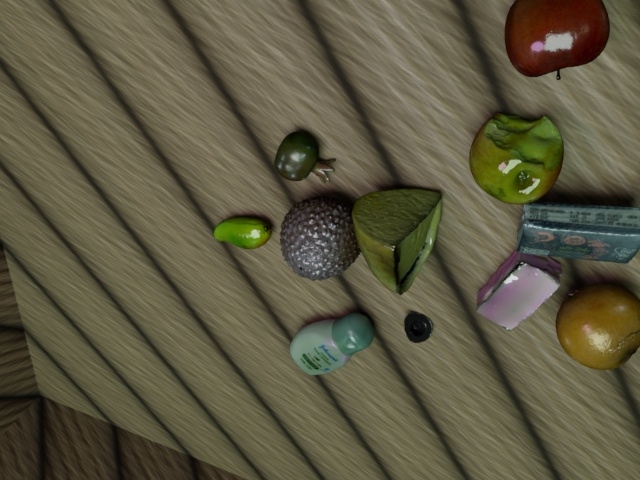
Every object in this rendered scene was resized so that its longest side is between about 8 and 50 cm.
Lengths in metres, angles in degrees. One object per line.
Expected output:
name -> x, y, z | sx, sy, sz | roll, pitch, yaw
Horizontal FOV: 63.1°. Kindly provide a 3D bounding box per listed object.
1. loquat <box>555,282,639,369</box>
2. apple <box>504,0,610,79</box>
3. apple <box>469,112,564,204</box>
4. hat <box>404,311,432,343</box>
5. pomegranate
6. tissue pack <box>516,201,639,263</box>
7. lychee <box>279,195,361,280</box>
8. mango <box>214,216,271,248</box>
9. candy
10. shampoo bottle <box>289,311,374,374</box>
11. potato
loquat -> 0.848, 0.259, 1.575 | 0.263, 0.263, 0.263 | 10, 125, 15
apple -> 0.546, -0.493, 1.225 | 0.234, 0.234, 0.234 | 10, 125, 15
apple -> 0.526, -0.220, 1.400 | 0.246, 0.226, 0.246 | 8, 125, 12
hat -> 0.351, 0.319, 1.924 | 0.121, 0.121, 0.050 | 41, 167, -8
pomegranate -> -0.049, -0.257, 1.665 | 0.191, 0.131, 0.152 | 17, 124, -19
tissue pack -> 0.728, -0.018, 1.475 | 0.316, 0.103, 0.228 | 6, 162, 17
lychee -> 0.004, 0.000, 1.711 | 0.300, 0.300, 0.300 | 10, 125, 15
mango -> -0.283, -0.026, 1.906 | 0.233, 0.111, 0.125 | -5, 115, 25
candy -> 0.632, 0.158, 1.677 | 0.155, 0.116, 0.265 | 28, 127, 0
shampoo bottle -> 0.055, 0.393, 2.029 | 0.349, 0.151, 0.222 | -32, 105, 33
potato -> 0.215, 0.003, 1.636 | 0.213, 0.330, 0.280 | 24, 136, 27
